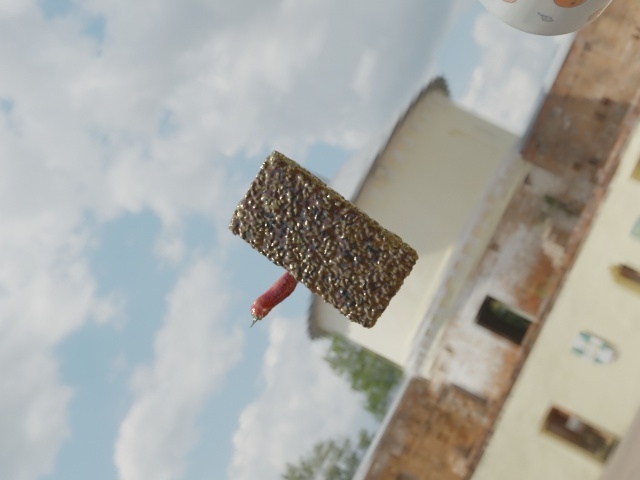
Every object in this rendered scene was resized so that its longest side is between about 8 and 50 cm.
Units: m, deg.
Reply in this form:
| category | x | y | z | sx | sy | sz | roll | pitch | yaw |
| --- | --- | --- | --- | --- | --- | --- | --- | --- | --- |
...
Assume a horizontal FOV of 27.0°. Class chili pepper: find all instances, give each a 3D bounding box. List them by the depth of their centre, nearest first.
| category | x | y | z | sx | sy | sz | roll | pitch | yaw |
| --- | --- | --- | --- | --- | --- | --- | --- | --- | --- |
| chili pepper | -0.044 | 0.058 | 1.903 | 0.178 | 0.027 | 0.045 | -42 | 7 | -14 |

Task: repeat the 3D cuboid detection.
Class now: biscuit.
| category | x | y | z | sx | sy | sz | roll | pitch | yaw |
| --- | --- | --- | --- | --- | --- | --- | --- | --- | --- |
| biscuit | 0.000 | 0.000 | 1.643 | 0.131 | 0.231 | 0.025 | -59 | -9 | 24 |

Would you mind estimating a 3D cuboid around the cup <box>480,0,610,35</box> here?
| category | x | y | z | sx | sy | sz | roll | pitch | yaw |
| --- | --- | --- | --- | --- | --- | --- | --- | --- | --- |
| cup | 0.322 | -0.409 | 1.634 | 0.212 | 0.212 | 0.317 | -59 | 2 | -18 |
